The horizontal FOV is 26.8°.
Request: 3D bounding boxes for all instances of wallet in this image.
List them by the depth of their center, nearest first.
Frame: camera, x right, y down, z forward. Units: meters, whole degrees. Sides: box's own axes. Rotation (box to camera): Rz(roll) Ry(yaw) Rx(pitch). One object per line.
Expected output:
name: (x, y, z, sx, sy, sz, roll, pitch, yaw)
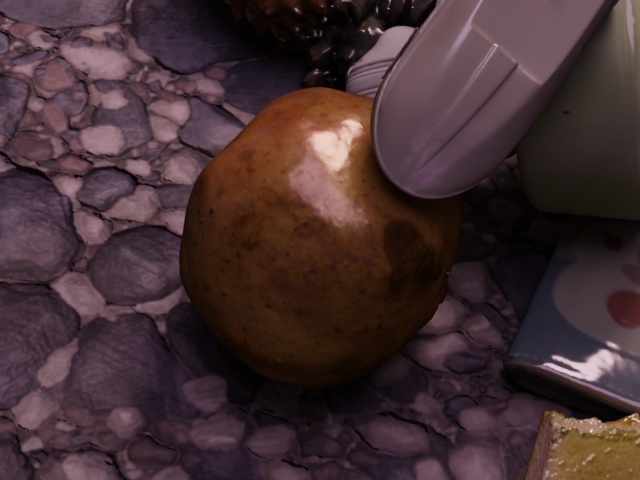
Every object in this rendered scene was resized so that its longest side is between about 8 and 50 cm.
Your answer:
wallet: (0.363, 0.046, 1.385, 0.252, 0.083, 0.360, 22, 56, 15)

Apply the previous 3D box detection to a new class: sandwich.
sandwich: (0.229, 0.233, 1.216, 0.193, 0.058, 0.162, -17, 83, -12)

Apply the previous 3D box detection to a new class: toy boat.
toy boat: (0.140, -0.160, 1.177, 0.141, 0.141, 0.269, 40, 93, 20)

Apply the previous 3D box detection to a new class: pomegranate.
pomegranate: (0.000, 0.000, 1.265, 0.281, 0.281, 0.281, 3, 55, -4)

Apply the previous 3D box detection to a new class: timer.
timer: (0.179, -0.153, 1.370, 0.315, 0.291, 0.290, -5, 53, 16)

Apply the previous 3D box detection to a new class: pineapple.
pineapple: (0.008, -0.286, 1.520, 0.223, 0.223, 0.357, -36, 85, -26)

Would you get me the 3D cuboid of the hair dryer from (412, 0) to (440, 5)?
hair dryer: (0.138, -0.241, 1.591, 0.063, 0.037, 0.114, -23, 68, -18)
